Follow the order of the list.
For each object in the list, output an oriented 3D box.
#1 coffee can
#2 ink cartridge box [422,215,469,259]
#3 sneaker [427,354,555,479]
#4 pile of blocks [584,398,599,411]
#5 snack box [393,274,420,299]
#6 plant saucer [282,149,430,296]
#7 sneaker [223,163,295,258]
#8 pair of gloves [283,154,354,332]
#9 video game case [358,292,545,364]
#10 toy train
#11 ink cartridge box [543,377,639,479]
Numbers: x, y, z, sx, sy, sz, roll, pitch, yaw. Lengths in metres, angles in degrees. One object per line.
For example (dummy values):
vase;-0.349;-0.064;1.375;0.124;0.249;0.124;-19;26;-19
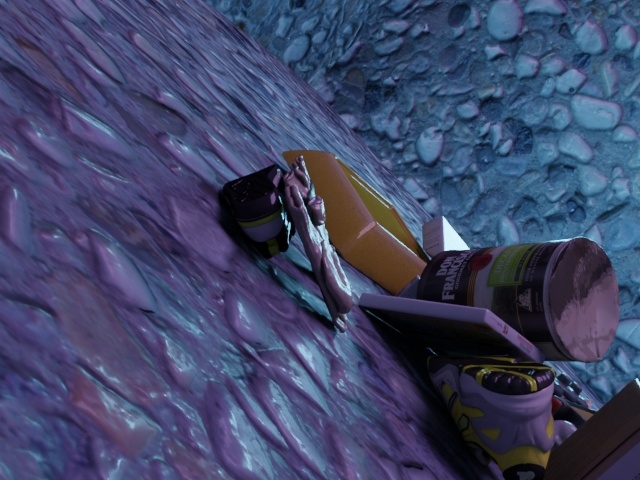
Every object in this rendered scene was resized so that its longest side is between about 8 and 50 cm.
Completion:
coffee can;0.330;0.105;1.535;0.275;0.201;0.201;-8;-39;48
ink cartridge box;0.276;0.085;1.818;0.189;0.066;0.232;48;31;-25
sneaker;0.230;0.237;1.278;0.385;0.145;0.147;42;45;-87
pile of blocks;0.501;0.395;1.809;0.113;0.149;0.362;4;-4;6
snack box;0.218;0.145;1.682;0.178;0.064;0.022;43;10;-14
plant saucer;0.100;-0.029;1.798;0.333;0.081;0.332;36;18;-42
sneaker;-0.080;-0.034;1.235;0.234;0.084;0.097;-97;166;-72
pair of gloves;0.000;0.000;1.231;0.240;0.042;0.204;-102;172;-70
video game case;0.204;0.138;1.411;0.227;0.026;0.206;6;-20;41
toy train;0.408;0.317;1.515;0.190;0.142;0.334;43;8;33
ink cartridge box;0.382;0.310;1.221;0.088;0.234;0.193;46;11;4
